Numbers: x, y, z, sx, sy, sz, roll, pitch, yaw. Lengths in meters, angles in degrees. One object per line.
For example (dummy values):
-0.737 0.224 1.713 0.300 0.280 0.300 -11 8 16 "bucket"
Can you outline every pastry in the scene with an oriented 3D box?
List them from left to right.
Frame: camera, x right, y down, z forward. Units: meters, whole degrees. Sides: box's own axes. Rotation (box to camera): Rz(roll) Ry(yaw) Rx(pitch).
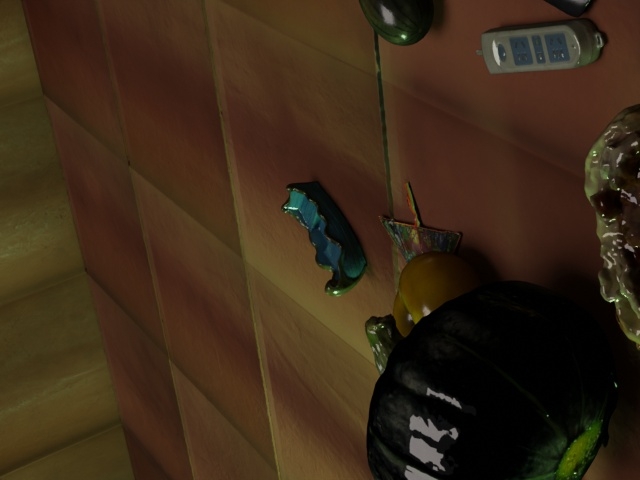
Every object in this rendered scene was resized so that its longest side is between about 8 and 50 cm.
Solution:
0.346 -0.014 0.951 0.256 0.170 0.236 6 122 34 "pastry"

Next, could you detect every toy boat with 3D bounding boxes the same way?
0.000 0.000 1.780 0.185 0.077 0.075 57 153 23 "toy boat"

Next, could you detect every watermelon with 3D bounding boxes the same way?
0.083 -0.270 1.387 0.110 0.078 0.078 61 155 18 "watermelon"

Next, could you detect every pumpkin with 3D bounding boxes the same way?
0.159 0.180 1.327 0.296 0.296 0.296 45 147 40 "pumpkin"

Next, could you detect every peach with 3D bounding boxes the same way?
0.150 0.101 1.504 0.179 0.103 0.179 163 90 -75 "peach"

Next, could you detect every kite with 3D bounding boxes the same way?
0.130 0.001 1.596 0.190 0.010 0.159 16 123 58 "kite"

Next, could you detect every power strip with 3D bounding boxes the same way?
0.214 -0.194 1.237 0.191 0.030 0.047 9 118 62 "power strip"

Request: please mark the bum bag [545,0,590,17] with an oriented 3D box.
0.175 -0.308 1.185 0.248 0.060 0.123 46 147 39 "bum bag"
